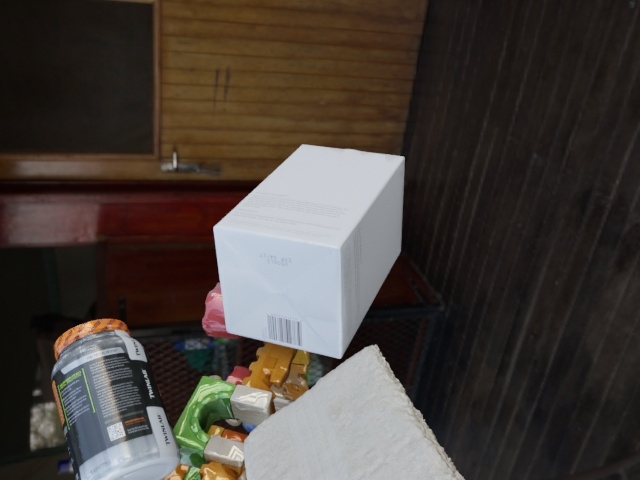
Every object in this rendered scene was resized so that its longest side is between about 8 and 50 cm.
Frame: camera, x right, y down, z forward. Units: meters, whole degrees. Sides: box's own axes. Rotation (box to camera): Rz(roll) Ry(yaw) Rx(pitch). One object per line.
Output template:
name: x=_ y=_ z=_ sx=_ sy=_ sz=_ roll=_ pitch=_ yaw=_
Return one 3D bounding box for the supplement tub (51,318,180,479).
supplement tub: x=-0.248 y=0.197 z=0.776 sx=0.190 sy=0.116 sz=0.117 roll=63 pitch=152 yaw=27

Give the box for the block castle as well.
block castle: x=-0.171 y=0.314 z=0.941 sx=0.453 sy=0.212 sz=0.303 roll=-65 pitch=-21 yaw=-44

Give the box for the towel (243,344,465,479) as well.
towel: x=0.020 y=0.213 z=0.605 sx=0.049 sy=0.187 sz=0.282 roll=53 pitch=-178 yaw=-19

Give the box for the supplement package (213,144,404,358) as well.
supplement package: x=0.000 y=0.000 z=0.947 sx=0.293 sy=0.177 sz=0.175 roll=-52 pitch=-35 yaw=-52
